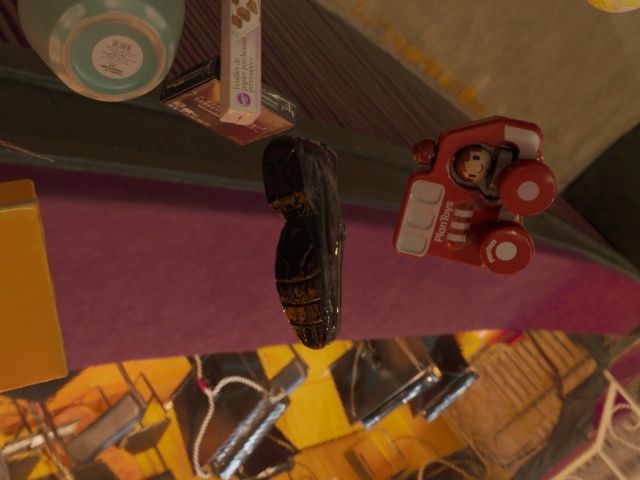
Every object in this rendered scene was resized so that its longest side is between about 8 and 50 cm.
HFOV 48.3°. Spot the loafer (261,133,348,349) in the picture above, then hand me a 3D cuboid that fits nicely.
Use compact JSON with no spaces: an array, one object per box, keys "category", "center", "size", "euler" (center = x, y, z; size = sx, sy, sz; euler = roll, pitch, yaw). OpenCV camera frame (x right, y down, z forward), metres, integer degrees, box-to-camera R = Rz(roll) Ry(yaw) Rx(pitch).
[{"category":"loafer","center":[0.000,0.000,0.568],"size":[0.061,0.170,0.062],"euler":[-5,180,-43]}]

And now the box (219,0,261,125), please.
[{"category":"box","center":[-0.153,-0.384,1.364],"size":[0.063,0.324,0.067],"euler":[5,164,-24]}]

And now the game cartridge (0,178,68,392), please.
[{"category":"game cartridge","center":[-0.428,0.075,0.692],"size":[0.323,0.053,0.285],"euler":[-9,139,-21]}]

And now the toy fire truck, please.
[{"category":"toy fire truck","center":[0.283,-0.087,1.335],"size":[0.169,0.254,0.302],"euler":[-79,180,-63]}]

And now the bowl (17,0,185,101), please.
[{"category":"bowl","center":[-0.391,-0.384,1.323],"size":[0.311,0.163,0.311],"euler":[-14,140,-12]}]

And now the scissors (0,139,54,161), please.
[{"category":"scissors","center":[-0.714,-0.220,1.491],"size":[0.297,0.021,0.109],"euler":[25,152,-35]}]

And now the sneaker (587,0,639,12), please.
[{"category":"sneaker","center":[0.307,-0.323,0.620],"size":[0.240,0.091,0.126],"euler":[-62,156,-10]}]

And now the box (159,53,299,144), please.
[{"category":"box","center":[-0.189,-0.287,1.498],"size":[0.183,0.059,0.232],"euler":[-12,155,41]}]
